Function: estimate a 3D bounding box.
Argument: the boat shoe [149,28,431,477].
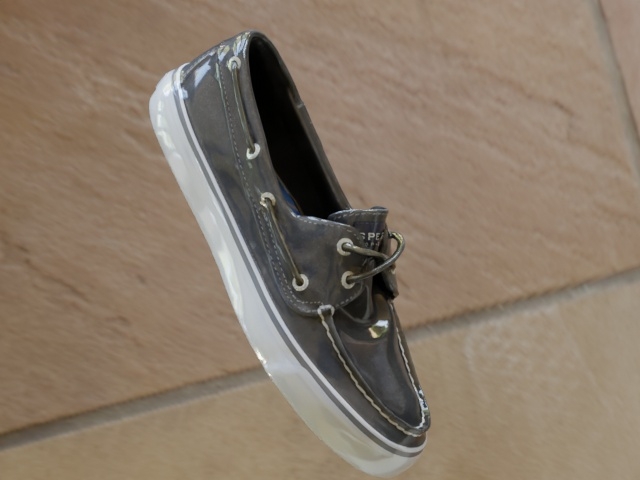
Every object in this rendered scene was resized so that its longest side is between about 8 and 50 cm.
[{"bbox_3d":[0.000,0.000,0.824,0.076,0.080,0.228,-36,72,29],"label":"boat shoe"}]
